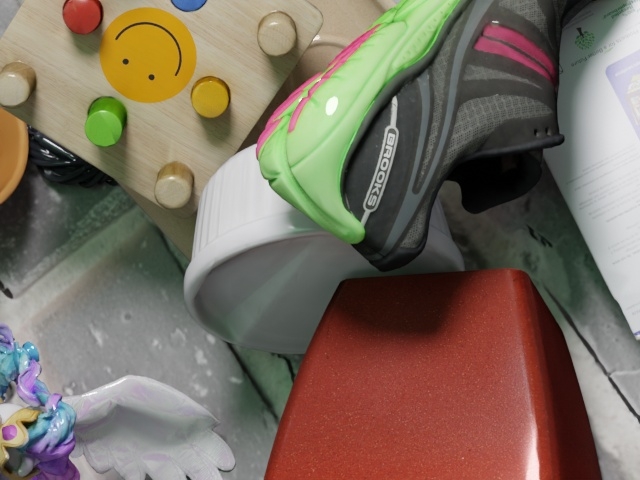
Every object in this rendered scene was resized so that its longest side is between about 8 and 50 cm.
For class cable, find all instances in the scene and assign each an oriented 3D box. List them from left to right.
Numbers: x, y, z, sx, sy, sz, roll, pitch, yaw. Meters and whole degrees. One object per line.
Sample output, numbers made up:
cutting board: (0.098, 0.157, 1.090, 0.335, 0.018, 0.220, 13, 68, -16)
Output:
cable: (-0.269, -0.133, 1.815, 0.185, 0.047, 0.150, -1, 85, 25)

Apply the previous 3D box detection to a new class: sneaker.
sneaker: (0.137, -0.139, 1.470, 0.483, 0.185, 0.202, -43, 99, -33)

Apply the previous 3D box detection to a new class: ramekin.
ramekin: (0.000, 0.000, 1.563, 0.273, 0.273, 0.127, -15, 61, 17)

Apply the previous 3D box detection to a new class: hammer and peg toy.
hammer and peg toy: (-0.208, -0.217, 1.547, 0.361, 0.127, 0.266, 33, 104, -11)

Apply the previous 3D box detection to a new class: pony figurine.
pony figurine: (-0.309, 0.217, 1.607, 0.363, 0.351, 0.302, 16, 65, 45)

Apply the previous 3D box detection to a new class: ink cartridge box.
ink cartridge box: (0.312, -0.076, 1.564, 0.165, 0.065, 0.332, -27, 68, 12)

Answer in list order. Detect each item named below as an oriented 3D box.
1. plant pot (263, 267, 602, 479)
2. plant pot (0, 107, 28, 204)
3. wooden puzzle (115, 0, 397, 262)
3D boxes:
plant pot: (0.120, 0.168, 1.486, 0.267, 0.267, 0.235, -4, 66, 20)
plant pot: (-0.499, -0.099, 1.769, 0.203, 0.291, 0.290, -38, 65, 36)
wooden puzzle: (-0.087, -0.177, 1.673, 0.348, 0.080, 0.322, -39, 101, 12)
